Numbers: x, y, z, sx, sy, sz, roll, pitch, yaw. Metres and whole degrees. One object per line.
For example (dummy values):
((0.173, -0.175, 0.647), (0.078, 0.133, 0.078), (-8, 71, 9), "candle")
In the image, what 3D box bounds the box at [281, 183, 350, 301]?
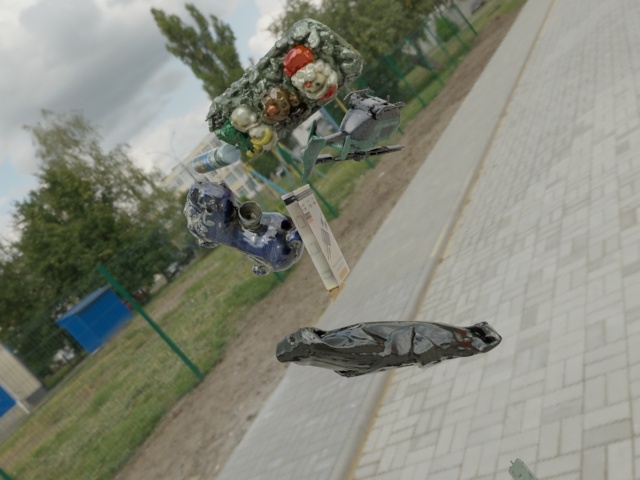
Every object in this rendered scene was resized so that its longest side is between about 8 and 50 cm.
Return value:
((0.000, 0.000, 1.281), (0.033, 0.247, 0.129), (-24, 7, 18), "box")

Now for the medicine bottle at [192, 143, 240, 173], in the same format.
((-0.252, -0.196, 1.427), (0.051, 0.051, 0.191), (-44, 20, -27), "medicine bottle")

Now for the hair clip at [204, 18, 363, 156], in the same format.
((-0.076, -0.215, 0.947), (0.321, 0.138, 0.091), (-29, 39, 46), "hair clip")

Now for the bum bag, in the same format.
((0.097, 0.154, 0.849), (0.326, 0.080, 0.142), (0, -9, -12), "bum bag")

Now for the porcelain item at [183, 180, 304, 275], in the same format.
((-0.169, -0.038, 1.342), (0.186, 0.288, 0.138), (114, 180, -60), "porcelain item")

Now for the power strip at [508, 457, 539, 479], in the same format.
((0.520, 0.603, 1.506), (0.051, 0.019, 0.136), (-62, 21, 9), "power strip")

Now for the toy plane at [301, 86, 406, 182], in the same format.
((0.080, -0.236, 1.310), (0.381, 0.106, 0.155), (-29, -41, -50), "toy plane")
